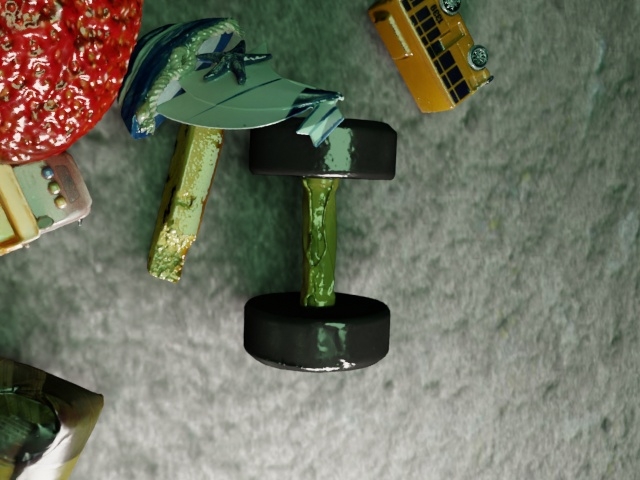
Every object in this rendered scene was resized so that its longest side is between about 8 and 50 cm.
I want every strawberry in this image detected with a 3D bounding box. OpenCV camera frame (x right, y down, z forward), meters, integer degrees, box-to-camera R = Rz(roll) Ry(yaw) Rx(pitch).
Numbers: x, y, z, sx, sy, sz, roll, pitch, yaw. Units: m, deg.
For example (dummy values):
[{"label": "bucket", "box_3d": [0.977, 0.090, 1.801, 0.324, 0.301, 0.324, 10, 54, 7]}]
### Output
[{"label": "strawberry", "box_3d": [-0.327, -0.220, 0.701, 0.257, 0.257, 0.277, 10, 78, -24]}]

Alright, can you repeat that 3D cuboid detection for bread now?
[{"label": "bread", "box_3d": [-0.183, -0.054, 0.875, 0.049, 0.088, 0.226, 14, 88, -26]}]

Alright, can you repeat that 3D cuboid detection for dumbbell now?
[{"label": "dumbbell", "box_3d": [0.000, 0.000, 0.898, 0.203, 0.203, 0.323, 0, 96, -24]}]

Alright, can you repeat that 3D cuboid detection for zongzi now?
[{"label": "zongzi", "box_3d": [-0.463, 0.253, 0.776, 0.317, 0.154, 0.289, 27, 88, -4]}]

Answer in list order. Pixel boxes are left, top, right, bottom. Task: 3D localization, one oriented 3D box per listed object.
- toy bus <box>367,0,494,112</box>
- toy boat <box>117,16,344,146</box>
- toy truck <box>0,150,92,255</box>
[{"label": "toy bus", "box_3d": [0.161, -0.302, 0.993, 0.114, 0.098, 0.201, -39, 111, -15]}, {"label": "toy boat", "box_3d": [-0.111, -0.207, 0.821, 0.291, 0.070, 0.210, 1, 58, 7]}, {"label": "toy truck", "box_3d": [-0.408, -0.026, 0.752, 0.270, 0.135, 0.114, -24, 104, -19]}]
